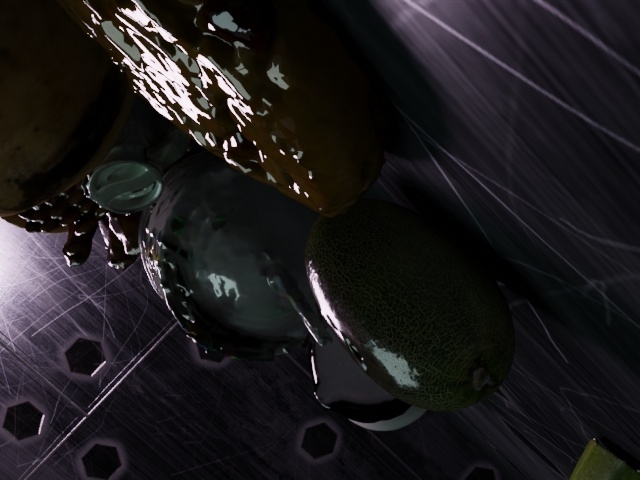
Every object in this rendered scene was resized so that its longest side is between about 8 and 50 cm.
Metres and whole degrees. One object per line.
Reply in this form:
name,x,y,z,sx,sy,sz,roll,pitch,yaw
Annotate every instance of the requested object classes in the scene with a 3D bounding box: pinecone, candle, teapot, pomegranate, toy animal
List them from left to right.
pomegranate,-0.287,-0.159,0.729,0.322,0.322,0.322,44,176,4
teapot,-0.171,-0.124,0.904,0.077,0.107,0.200,50,-159,-47
pinecone,-0.210,-0.072,1.146,0.246,0.246,0.292,41,-169,34
candle,-0.062,0.013,0.875,0.187,0.187,0.330,45,174,-16
toy animal,0.079,0.193,1.446,0.187,0.165,0.235,44,178,22

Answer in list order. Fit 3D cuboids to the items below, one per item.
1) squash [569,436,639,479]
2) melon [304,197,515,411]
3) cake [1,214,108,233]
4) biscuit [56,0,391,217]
squash,0.218,0.240,0.780,0.105,0.132,0.105,42,177,2
melon,0.050,0.034,0.587,0.162,0.099,0.099,47,179,40
cake,-0.393,-0.152,1.492,0.332,0.332,0.321,47,173,-36
biscuit,-0.081,-0.115,0.520,0.296,0.075,0.296,43,176,4
